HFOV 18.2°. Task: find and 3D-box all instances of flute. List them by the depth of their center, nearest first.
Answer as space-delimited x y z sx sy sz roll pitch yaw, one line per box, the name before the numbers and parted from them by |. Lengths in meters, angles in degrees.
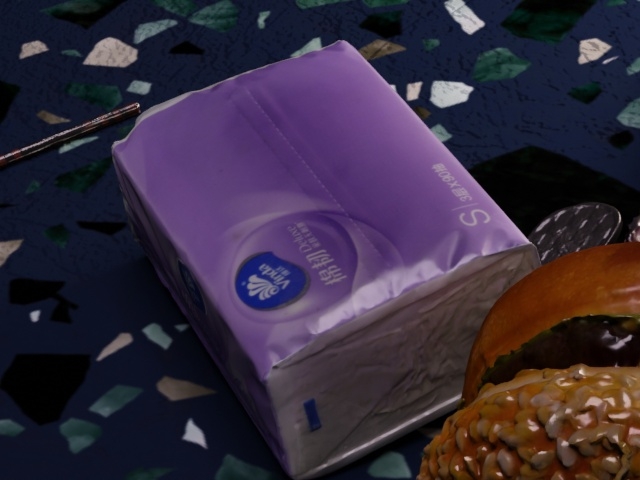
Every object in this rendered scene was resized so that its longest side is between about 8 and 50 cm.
flute | -0.291 -0.078 1.875 0.270 0.014 0.014 -24 43 -21

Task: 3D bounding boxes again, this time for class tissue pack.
tissue pack | 0.000 0.000 1.624 0.242 0.160 0.338 -25 44 -13

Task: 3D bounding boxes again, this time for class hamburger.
hamburger | 0.223 0.178 1.285 0.330 0.330 0.250 6 43 14

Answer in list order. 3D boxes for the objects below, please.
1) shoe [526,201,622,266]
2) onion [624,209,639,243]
shoe | 0.187 0.044 1.655 0.071 0.049 0.179 24 67 40
onion | 0.357 0.056 1.582 0.250 0.111 0.247 -30 71 -37
